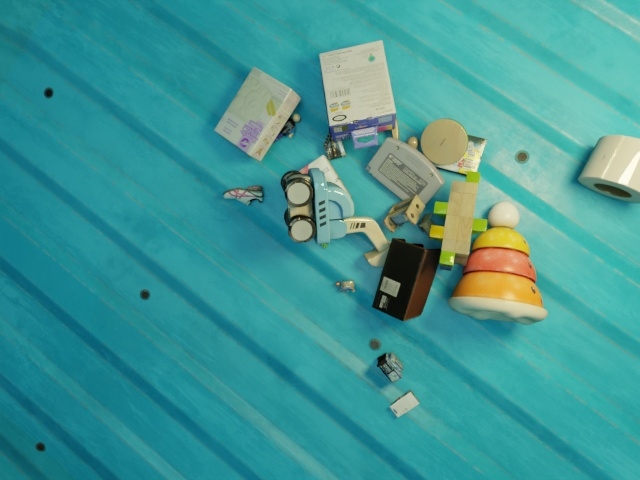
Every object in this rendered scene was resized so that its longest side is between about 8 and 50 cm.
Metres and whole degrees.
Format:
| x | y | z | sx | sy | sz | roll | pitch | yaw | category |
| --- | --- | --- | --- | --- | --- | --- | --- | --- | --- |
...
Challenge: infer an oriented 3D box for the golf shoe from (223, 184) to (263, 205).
| x | y | z | sx | sy | sz | roll | pitch | yaw | category |
| --- | --- | --- | --- | --- | --- | --- | --- | --- | --- |
| -0.350 | -0.199 | 1.916 | 0.186 | 0.067 | 0.085 | -5 | 92 | 10 | golf shoe |

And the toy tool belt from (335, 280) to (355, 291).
| x | y | z | sx | sy | sz | roll | pitch | yaw | category |
| --- | --- | --- | --- | --- | --- | --- | --- | --- | --- |
| 0.108 | 0.205 | 1.857 | 0.084 | 0.052 | 0.051 | -7 | 82 | 11 | toy tool belt |

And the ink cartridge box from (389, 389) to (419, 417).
| x | y | z | sx | sy | sz | roll | pitch | yaw | category |
| --- | --- | --- | --- | --- | --- | --- | --- | --- | --- |
| 0.363 | 0.707 | 1.839 | 0.115 | 0.029 | 0.062 | -38 | 86 | 10 | ink cartridge box |

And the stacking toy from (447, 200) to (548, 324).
| x | y | z | sx | sy | sz | roll | pitch | yaw | category |
| --- | --- | --- | --- | --- | --- | --- | --- | --- | --- |
| 0.697 | 0.069 | 1.655 | 0.351 | 0.350 | 0.478 | 8 | 78 | 10 | stacking toy |

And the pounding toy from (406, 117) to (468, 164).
| x | y | z | sx | sy | sz | roll | pitch | yaw | category |
| --- | --- | --- | --- | --- | --- | --- | --- | --- | --- |
| 0.487 | -0.395 | 1.715 | 0.237 | 0.110 | 0.182 | -25 | 100 | 39 | pounding toy |

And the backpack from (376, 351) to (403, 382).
| x | y | z | sx | sy | sz | roll | pitch | yaw | category |
| --- | --- | --- | --- | --- | --- | --- | --- | --- | --- |
| 0.304 | 0.539 | 1.805 | 0.084 | 0.105 | 0.114 | -36 | 88 | 10 | backpack |

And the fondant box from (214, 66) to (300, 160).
| x | y | z | sx | sy | sz | roll | pitch | yaw | category |
| --- | --- | --- | --- | --- | --- | --- | --- | --- | --- |
| -0.276 | -0.550 | 1.851 | 0.238 | 0.096 | 0.330 | 37 | 99 | 23 | fondant box |

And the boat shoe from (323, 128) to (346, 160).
| x | y | z | sx | sy | sz | roll | pitch | yaw | category |
| --- | --- | --- | --- | --- | --- | --- | --- | --- | --- |
| 0.046 | -0.441 | 1.841 | 0.083 | 0.065 | 0.183 | -17 | 90 | 9 | boat shoe |

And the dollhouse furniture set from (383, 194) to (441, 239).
| x | y | z | sx | sy | sz | roll | pitch | yaw | category |
| --- | --- | --- | --- | --- | --- | --- | --- | --- | --- |
| 0.379 | -0.064 | 1.751 | 0.183 | 0.129 | 0.129 | 49 | 141 | -16 | dollhouse furniture set |

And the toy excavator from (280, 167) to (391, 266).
| x | y | z | sx | sy | sz | roll | pitch | yaw | category |
| --- | --- | --- | --- | --- | --- | --- | --- | --- | --- |
| 0.081 | -0.084 | 1.714 | 0.446 | 0.222 | 0.431 | -6 | 108 | -7 | toy excavator |

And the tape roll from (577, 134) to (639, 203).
| x | y | z | sx | sy | sz | roll | pitch | yaw | category |
| --- | --- | --- | --- | --- | --- | --- | --- | --- | --- |
| 1.118 | -0.260 | 1.569 | 0.246 | 0.246 | 0.169 | 25 | 97 | 8 | tape roll |

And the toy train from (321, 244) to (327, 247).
| x | y | z | sx | sy | sz | roll | pitch | yaw | category |
| --- | --- | --- | --- | --- | --- | --- | --- | --- | --- |
| 0.000 | 0.000 | 1.887 | 0.024 | 0.017 | 0.083 | -42 | 85 | -1 | toy train |

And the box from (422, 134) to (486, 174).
| x | y | z | sx | sy | sz | roll | pitch | yaw | category |
| --- | --- | --- | --- | --- | --- | --- | --- | --- | --- |
| 0.548 | -0.369 | 1.766 | 0.233 | 0.044 | 0.159 | 17 | 95 | 9 | box |

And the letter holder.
| x | y | z | sx | sy | sz | roll | pitch | yaw | category |
| --- | --- | --- | --- | --- | --- | --- | --- | --- | --- |
| 0.365 | 0.156 | 1.761 | 0.152 | 0.215 | 0.301 | 21 | 101 | 34 | letter holder |

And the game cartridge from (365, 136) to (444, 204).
| x | y | z | sx | sy | sz | roll | pitch | yaw | category |
| --- | --- | --- | --- | --- | --- | --- | --- | --- | --- |
| 0.353 | -0.280 | 1.755 | 0.297 | 0.062 | 0.198 | 41 | 124 | 6 | game cartridge |

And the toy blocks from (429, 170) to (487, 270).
| x | y | z | sx | sy | sz | roll | pitch | yaw | category |
| --- | --- | --- | --- | --- | --- | --- | --- | --- | --- |
| 0.541 | -0.045 | 1.674 | 0.191 | 0.261 | 0.380 | 9 | 72 | 17 | toy blocks |

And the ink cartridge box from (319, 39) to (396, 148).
| x | y | z | sx | sy | sz | roll | pitch | yaw | category |
| --- | --- | --- | --- | --- | --- | --- | --- | --- | --- |
| 0.153 | -0.578 | 1.732 | 0.271 | 0.151 | 0.394 | -9 | 76 | 7 | ink cartridge box |

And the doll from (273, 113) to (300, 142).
| x | y | z | sx | sy | sz | roll | pitch | yaw | category |
| --- | --- | --- | --- | --- | --- | --- | --- | --- | --- |
| -0.172 | -0.505 | 1.887 | 0.189 | 0.046 | 0.129 | -30 | 87 | 10 | doll |

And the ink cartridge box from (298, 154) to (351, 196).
| x | y | z | sx | sy | sz | roll | pitch | yaw | category |
| --- | --- | --- | --- | --- | --- | --- | --- | --- | --- |
| 0.013 | -0.232 | 1.840 | 0.159 | 0.092 | 0.217 | -32 | 85 | 10 | ink cartridge box |

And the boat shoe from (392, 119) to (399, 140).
| x | y | z | sx | sy | sz | roll | pitch | yaw | category |
| --- | --- | --- | --- | --- | --- | --- | --- | --- | --- |
| 0.296 | -0.499 | 1.801 | 0.059 | 0.063 | 0.169 | -11 | 80 | 13 | boat shoe |
